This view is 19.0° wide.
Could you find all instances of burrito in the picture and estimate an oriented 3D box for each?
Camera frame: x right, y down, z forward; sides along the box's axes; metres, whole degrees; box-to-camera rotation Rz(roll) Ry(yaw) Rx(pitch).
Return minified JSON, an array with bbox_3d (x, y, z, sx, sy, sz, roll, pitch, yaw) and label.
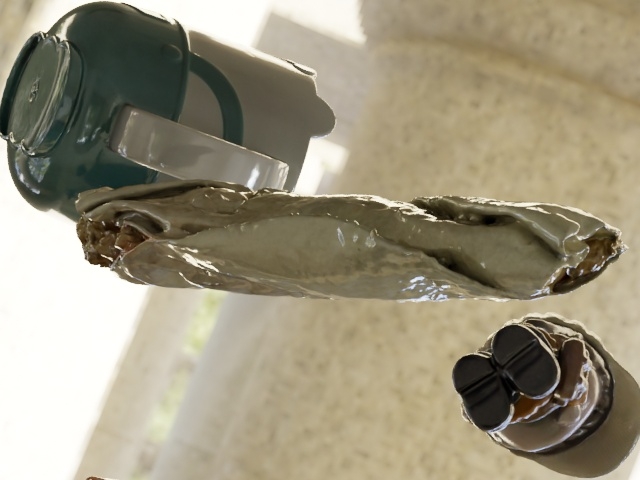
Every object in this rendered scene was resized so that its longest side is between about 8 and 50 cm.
[{"bbox_3d":[0.000,0.000,1.242,0.392,0.076,0.117,2,176,27],"label":"burrito"}]

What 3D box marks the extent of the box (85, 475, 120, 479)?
[{"bbox_3d":[-0.028,0.385,1.536,0.348,0.257,0.318,27,-176,33],"label":"box"}]

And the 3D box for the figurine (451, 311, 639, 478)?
[{"bbox_3d":[0.239,0.154,2.205,0.332,0.185,0.204,40,-163,-56],"label":"figurine"}]

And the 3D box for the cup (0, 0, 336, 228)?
[{"bbox_3d":[-0.138,-0.090,1.747,0.257,0.219,0.289,19,-176,-25],"label":"cup"}]
